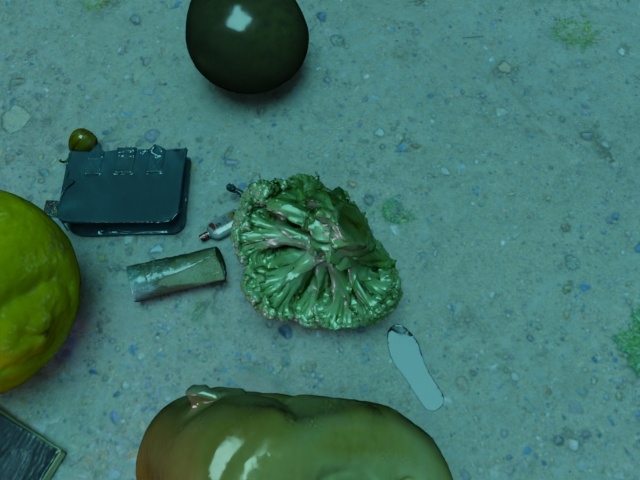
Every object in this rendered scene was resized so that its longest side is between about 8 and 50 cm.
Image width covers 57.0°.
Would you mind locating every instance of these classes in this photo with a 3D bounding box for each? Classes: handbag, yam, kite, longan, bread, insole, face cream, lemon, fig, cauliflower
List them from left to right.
[{"bbox_3d":[-0.545,0.073,0.893,0.347,0.348,0.348,-1,68,2],"label":"lemon"},{"bbox_3d":[-0.499,-0.045,1.106,0.044,0.002,0.078,-17,68,-4],"label":"kite"},{"bbox_3d":[-0.469,-0.179,1.135,0.083,0.050,0.050,-45,73,0],"label":"fig"},{"bbox_3d":[-0.359,-0.098,1.092,0.228,0.062,0.179,-2,65,2],"label":"handbag"},{"bbox_3d":[-0.249,0.059,1.019,0.169,0.068,0.069,-13,68,-1],"label":"yam"},{"bbox_3d":[-0.181,-0.023,1.072,0.083,0.021,0.040,-30,69,-8],"label":"face cream"},{"bbox_3d":[-0.136,-0.398,1.121,0.247,0.248,0.249,-1,68,2],"label":"longan"},{"bbox_3d":[-0.048,0.322,0.738,0.347,0.376,0.253,15,72,-26],"label":"bread"},{"bbox_3d":[0.000,0.000,0.930,0.274,0.250,0.273,2,69,-19],"label":"cauliflower"},{"bbox_3d":[0.155,0.208,0.975,0.053,0.002,0.153,-28,70,-8],"label":"insole"}]

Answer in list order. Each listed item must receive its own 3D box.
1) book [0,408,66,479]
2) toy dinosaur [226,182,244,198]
[{"bbox_3d":[-0.629,0.362,0.938,0.373,0.028,0.263,26,73,12],"label":"book"},{"bbox_3d":[-0.114,-0.050,1.065,0.154,0.049,0.055,44,81,9],"label":"toy dinosaur"}]
